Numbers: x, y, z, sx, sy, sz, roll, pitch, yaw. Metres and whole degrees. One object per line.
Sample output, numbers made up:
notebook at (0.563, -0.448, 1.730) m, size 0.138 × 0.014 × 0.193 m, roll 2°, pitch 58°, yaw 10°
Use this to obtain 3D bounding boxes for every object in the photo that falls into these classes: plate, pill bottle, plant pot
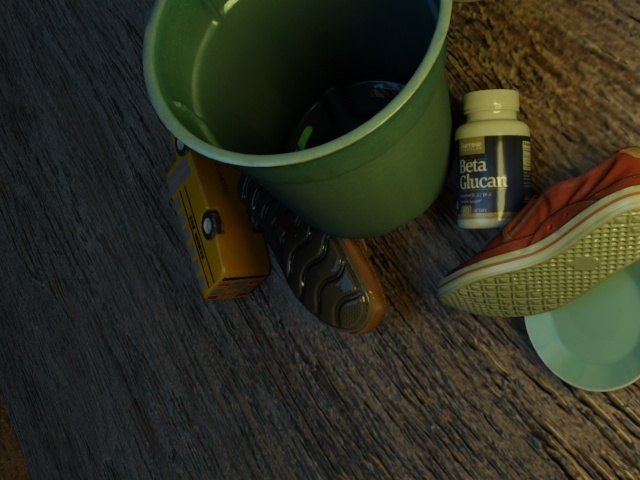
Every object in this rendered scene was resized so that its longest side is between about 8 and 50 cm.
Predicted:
plate at (0.321, 0.082, 0.967) m, size 0.188 × 0.024 × 0.188 m, roll 5°, pitch 97°, yaw 51°
pill bottle at (0.216, -0.100, 1.031) m, size 0.094 × 0.094 × 0.170 m, roll -2°, pitch 90°, yaw 51°
plant pot at (0.016, -0.175, 1.003) m, size 0.341 × 0.334 × 0.341 m, roll -7°, pitch 68°, yaw 16°

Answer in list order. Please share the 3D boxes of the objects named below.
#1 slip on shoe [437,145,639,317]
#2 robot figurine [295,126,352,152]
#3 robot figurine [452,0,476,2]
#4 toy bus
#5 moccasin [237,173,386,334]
slip on shoe at (0.262, 0.003, 0.944) m, size 0.331 × 0.123 × 0.101 m, roll -40°, pitch 35°, yaw 47°
robot figurine at (0.006, -0.151, 1.310) m, size 0.101 × 0.067 × 0.115 m, roll -38°, pitch 60°, yaw 19°
robot figurine at (0.190, -0.430, 0.992) m, size 0.173 × 0.209 × 0.278 m, roll 20°, pitch 111°, yaw 11°
toy bus at (-0.200, -0.066, 1.540) m, size 0.130 × 0.108 × 0.333 m, roll -43°, pitch 60°, yaw 45°
moccasin at (-0.001, 0.003, 1.281) m, size 0.380 × 0.147 × 0.139 m, roll 47°, pitch 118°, yaw 46°
